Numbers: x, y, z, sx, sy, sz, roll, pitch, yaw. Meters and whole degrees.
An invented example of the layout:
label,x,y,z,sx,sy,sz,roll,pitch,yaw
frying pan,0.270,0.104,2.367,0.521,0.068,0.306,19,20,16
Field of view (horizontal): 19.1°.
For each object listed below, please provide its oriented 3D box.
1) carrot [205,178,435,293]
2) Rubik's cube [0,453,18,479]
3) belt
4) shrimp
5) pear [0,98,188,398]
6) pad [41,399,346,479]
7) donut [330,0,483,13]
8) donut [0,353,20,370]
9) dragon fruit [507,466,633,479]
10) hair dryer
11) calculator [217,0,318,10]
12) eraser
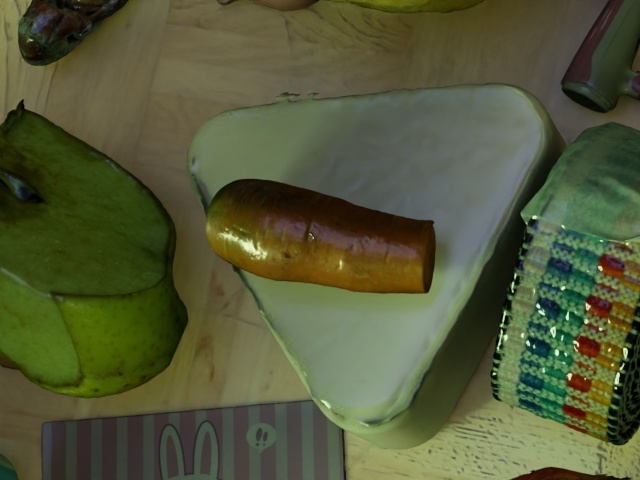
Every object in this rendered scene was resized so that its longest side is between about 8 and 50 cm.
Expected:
label,x,y,z,sx,sy,sz,roll,pitch,yaw
carrot,0.000,0.000,1.580,0.193,0.087,0.087,13,82,19
Rubik's cube,-0.514,0.286,1.682,0.352,0.347,0.351,14,82,19
belt,0.242,0.033,1.590,0.150,0.207,0.257,19,101,19
shrimp,-0.220,-0.268,1.868,0.090,0.079,0.233,34,84,16
pear,-0.236,0.024,1.762,0.255,0.238,0.164,24,129,1
pad,-0.120,0.254,1.754,0.299,0.005,0.202,-5,76,16
donut,0.072,-0.367,1.683,0.360,0.170,0.360,-3,84,36
donut,-0.302,0.080,1.832,0.067,0.038,0.083,7,82,21
dragon fruit,0.199,0.323,1.491,0.301,0.295,0.296,-3,77,23
hair dryer,0.304,-0.145,1.704,0.154,0.054,0.106,29,83,10
calculator,-0.025,-0.377,1.849,0.220,0.048,0.330,24,88,19
eraser,0.053,0.028,1.681,0.331,0.150,0.331,-4,74,15
